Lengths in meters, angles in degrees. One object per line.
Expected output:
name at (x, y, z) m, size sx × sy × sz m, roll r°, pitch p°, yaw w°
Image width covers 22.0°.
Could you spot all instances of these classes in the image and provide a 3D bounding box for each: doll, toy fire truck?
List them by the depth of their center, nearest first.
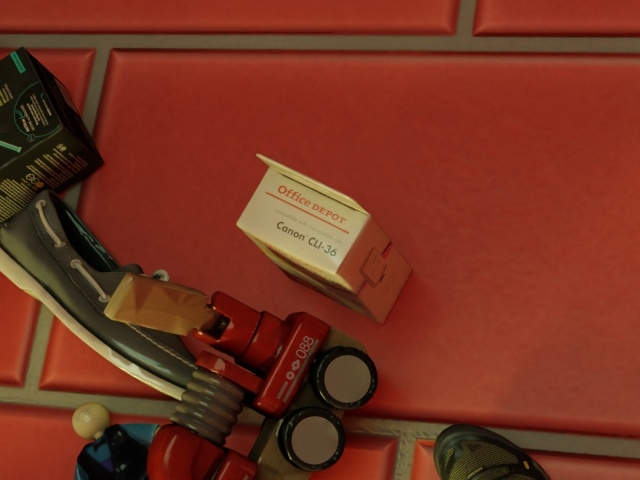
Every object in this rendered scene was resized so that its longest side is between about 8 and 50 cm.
toy fire truck at (-0.098, 0.138, 1.462) m, size 0.246 × 0.158 × 0.217 m, roll 30°, pitch 81°, yaw -9°
doll at (-0.183, 0.228, 1.579) m, size 0.129 × 0.046 × 0.189 m, roll -43°, pitch 56°, yaw 9°

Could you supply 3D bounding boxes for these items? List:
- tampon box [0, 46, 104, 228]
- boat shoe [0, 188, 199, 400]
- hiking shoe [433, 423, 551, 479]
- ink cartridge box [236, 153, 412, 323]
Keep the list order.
tampon box at (-0.334, -0.099, 1.723) m, size 0.161 × 0.101 × 0.120 m, roll -32°, pitch 63°, yaw 5°
boat shoe at (-0.201, 0.055, 1.614) m, size 0.319 × 0.116 × 0.099 m, roll 34°, pitch 87°, yaw 31°
hiking shoe at (0.172, 0.239, 1.419) m, size 0.086 × 0.114 × 0.227 m, roll -40°, pitch 63°, yaw 0°
ink cartridge box at (0.000, 0.000, 1.521) m, size 0.115 × 0.198 × 0.067 m, roll 25°, pitch 79°, yaw 25°
